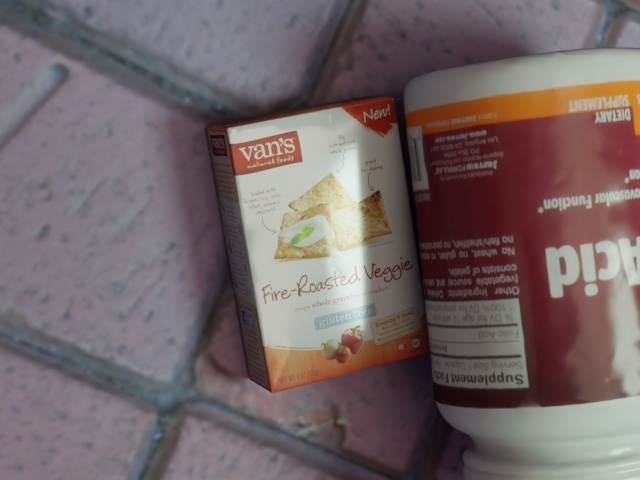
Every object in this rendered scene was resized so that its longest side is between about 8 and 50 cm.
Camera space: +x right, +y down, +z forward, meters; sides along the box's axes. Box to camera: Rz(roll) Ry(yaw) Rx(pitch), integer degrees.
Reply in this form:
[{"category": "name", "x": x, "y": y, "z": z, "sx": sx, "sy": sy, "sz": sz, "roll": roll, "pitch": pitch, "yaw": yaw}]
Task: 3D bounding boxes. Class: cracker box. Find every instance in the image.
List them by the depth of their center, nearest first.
[{"category": "cracker box", "x": 0.000, "y": 0.000, "z": 1.180, "sx": 0.156, "sy": 0.067, "sz": 0.232, "roll": -13, "pitch": 100, "yaw": -20}]

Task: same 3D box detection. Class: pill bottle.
[{"category": "pill bottle", "x": 0.200, "y": 0.045, "z": 1.157, "sx": 0.224, "sy": 0.224, "sz": 0.392, "roll": -7, "pitch": 92, "yaw": -20}]
